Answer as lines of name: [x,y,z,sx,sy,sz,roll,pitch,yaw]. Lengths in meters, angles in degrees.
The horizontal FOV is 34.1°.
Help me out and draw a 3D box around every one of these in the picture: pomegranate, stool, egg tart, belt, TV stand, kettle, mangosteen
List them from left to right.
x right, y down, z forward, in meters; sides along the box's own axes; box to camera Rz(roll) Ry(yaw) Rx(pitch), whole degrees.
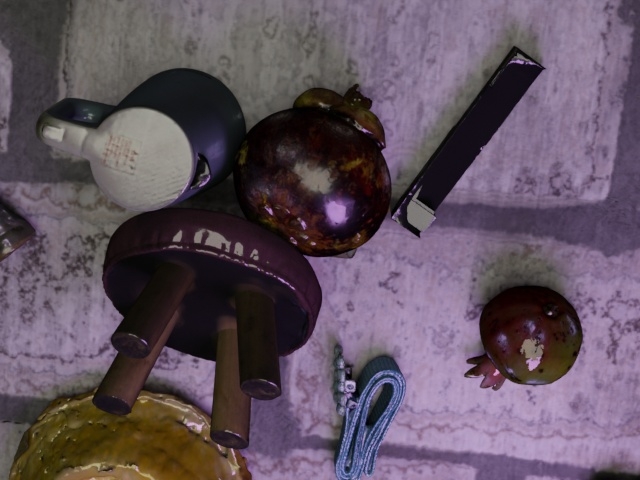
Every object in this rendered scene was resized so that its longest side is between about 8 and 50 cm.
egg tart: [-0.260,0.357,1.379,0.345,0.132,0.346,1,100,3]
kettle: [-0.207,-0.123,1.207,0.210,0.243,0.160,22,103,0]
stool: [-0.142,0.107,1.229,0.272,0.179,0.272,8,144,6]
mangosteen: [0.002,-0.091,1.245,0.192,0.192,0.217,32,61,-4]
belt: [0.045,0.235,1.365,0.100,0.065,0.179,14,103,-10]
TV stand: [0.180,-0.119,1.285,0.049,0.040,0.256,35,103,-5]
pomegranate: [0.248,0.121,1.307,0.159,0.129,0.129,-19,105,52]

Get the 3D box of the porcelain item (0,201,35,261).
porcelain item: [-0.460,-0.068,1.324,0.081,0.069,0.216,-31,100,22]

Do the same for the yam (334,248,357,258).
yam: [0.000,0.000,1.323,0.094,0.043,0.043,6,103,4]
